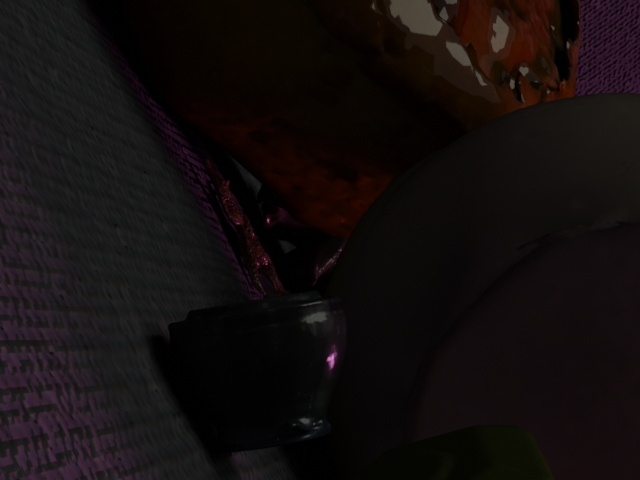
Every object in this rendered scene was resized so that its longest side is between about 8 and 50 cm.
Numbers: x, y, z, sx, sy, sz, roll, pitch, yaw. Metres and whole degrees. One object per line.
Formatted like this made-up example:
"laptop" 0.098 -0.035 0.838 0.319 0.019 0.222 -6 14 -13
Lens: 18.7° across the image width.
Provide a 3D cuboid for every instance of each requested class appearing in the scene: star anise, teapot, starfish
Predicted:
"star anise" 0.000 0.000 1.278 0.195 0.065 0.182 53 15 -58
"teapot" -0.024 0.051 0.730 0.088 0.066 0.057 166 -84 -72
"starfish" -0.044 -0.004 1.093 0.086 0.016 0.092 56 10 -39

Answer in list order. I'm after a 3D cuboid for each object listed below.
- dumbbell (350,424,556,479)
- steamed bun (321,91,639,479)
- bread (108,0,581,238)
"dumbbell" 0.098 0.216 0.754 0.302 0.121 0.108 60 33 -13
"steamed bun" 0.142 0.064 0.999 0.309 0.309 0.309 62 4 -8
"bread" 0.014 -0.166 1.151 0.358 0.204 0.336 43 30 -43
